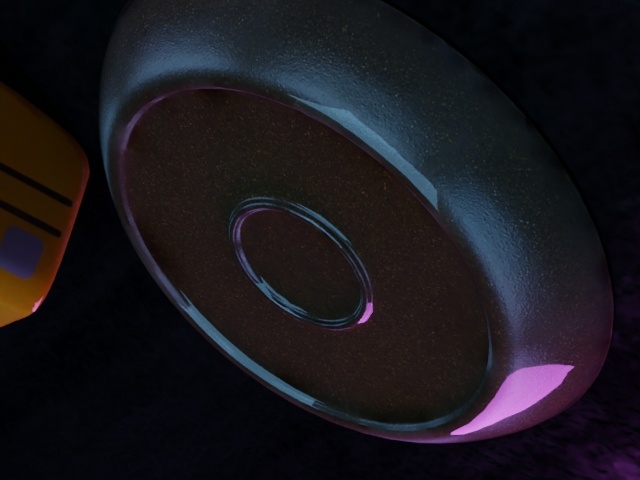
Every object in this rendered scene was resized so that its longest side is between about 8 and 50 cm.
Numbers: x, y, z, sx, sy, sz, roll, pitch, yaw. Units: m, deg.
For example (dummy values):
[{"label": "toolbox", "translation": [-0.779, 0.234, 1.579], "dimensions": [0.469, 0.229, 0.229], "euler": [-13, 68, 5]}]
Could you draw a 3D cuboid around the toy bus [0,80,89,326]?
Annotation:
[{"label": "toy bus", "translation": [-0.297, -0.076, 0.911], "dimensions": [0.332, 0.130, 0.108], "euler": [29, 154, -28]}]

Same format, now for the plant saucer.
[{"label": "plant saucer", "translation": [0.000, 0.000, 0.850], "dimensions": [0.310, 0.050, 0.310], "euler": [25, 143, 21]}]
